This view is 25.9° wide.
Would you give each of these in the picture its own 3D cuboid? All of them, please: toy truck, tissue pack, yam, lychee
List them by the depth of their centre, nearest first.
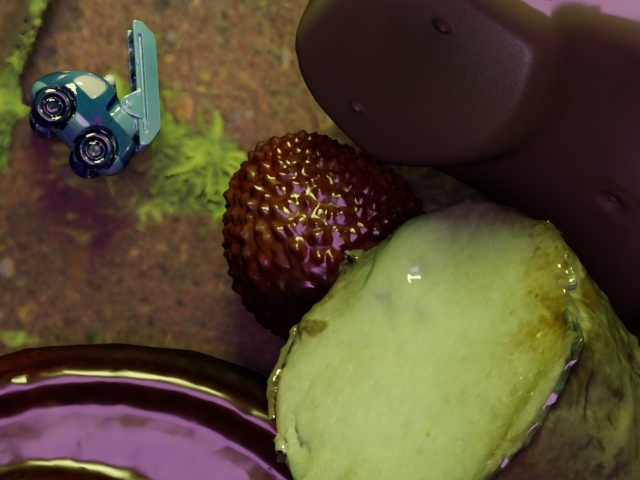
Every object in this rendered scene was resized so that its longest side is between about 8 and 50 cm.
[{"bbox_3d":[0.208,-0.100,0.740,0.387,0.267,0.277,39,71,-5],"label":"tissue pack"},{"bbox_3d":[0.117,0.139,0.743,0.195,0.195,0.300,-41,124,-1],"label":"yam"},{"bbox_3d":[0.001,-0.002,0.807,0.123,0.123,0.129,-18,95,-3],"label":"lychee"},{"bbox_3d":[-0.126,-0.086,0.833,0.073,0.056,0.090,44,75,-8],"label":"toy truck"}]

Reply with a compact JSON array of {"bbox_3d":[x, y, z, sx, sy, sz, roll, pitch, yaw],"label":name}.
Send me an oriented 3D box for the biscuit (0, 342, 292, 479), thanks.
[{"bbox_3d":[-0.130,0.259,0.803,0.408,0.091,0.407,0,84,-2],"label":"biscuit"}]
